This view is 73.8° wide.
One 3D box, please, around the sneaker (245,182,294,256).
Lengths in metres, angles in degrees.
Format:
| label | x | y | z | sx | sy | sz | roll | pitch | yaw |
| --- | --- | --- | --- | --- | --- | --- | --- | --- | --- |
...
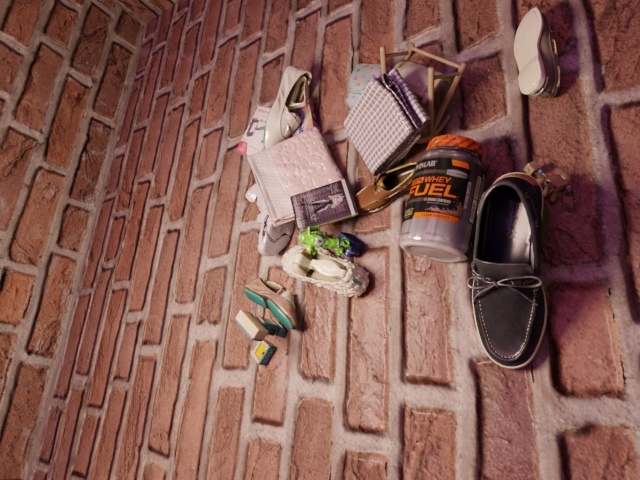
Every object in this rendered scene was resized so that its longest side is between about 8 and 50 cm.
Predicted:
| label | x | y | z | sx | sy | sz | roll | pitch | yaw |
| --- | --- | --- | --- | --- | --- | --- | --- | --- | --- |
| sneaker | -0.209 | -0.112 | 1.735 | 0.210 | 0.137 | 0.366 | 5 | 70 | 39 |

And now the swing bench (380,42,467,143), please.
| label | x | y | z | sx | sy | sz | roll | pitch | yaw |
| --- | --- | --- | --- | --- | --- | --- | --- | --- | --- |
| swing bench | 0.315 | -0.500 | 1.447 | 0.253 | 0.165 | 0.255 | 45 | 142 | 38 |

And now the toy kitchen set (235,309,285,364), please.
| label | x | y | z | sx | sy | sz | roll | pitch | yaw |
| --- | --- | --- | --- | --- | --- | --- | --- | --- | --- |
| toy kitchen set | -0.221 | 0.362 | 1.501 | 0.122 | 0.207 | 0.166 | 35 | 95 | 41 |

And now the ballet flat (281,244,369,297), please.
| label | x | y | z | sx | sy | sz | roll | pitch | yaw |
| --- | --- | --- | --- | --- | --- | --- | --- | --- | --- |
| ballet flat | -0.011 | 0.085 | 1.504 | 0.408 | 0.147 | 0.147 | 14 | 81 | 41 |

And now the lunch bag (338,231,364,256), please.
| label | x | y | z | sx | sy | sz | roll | pitch | yaw |
| --- | --- | --- | --- | --- | --- | --- | --- | --- | --- |
| lunch bag | 0.100 | 0.020 | 1.484 | 0.098 | 0.067 | 0.065 | 40 | 113 | 44 |

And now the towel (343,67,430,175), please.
| label | x | y | z | sx | sy | sz | roll | pitch | yaw |
| --- | --- | --- | --- | --- | --- | --- | --- | --- | --- |
| towel | 0.205 | -0.381 | 1.413 | 0.235 | 0.121 | 0.284 | 62 | 150 | 13 |

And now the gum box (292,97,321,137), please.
| label | x | y | z | sx | sy | sz | roll | pitch | yaw |
| --- | --- | --- | --- | --- | --- | --- | --- | --- | --- |
| gum box | -0.068 | -0.519 | 1.831 | 0.107 | 0.062 | 0.189 | -25 | 59 | 28 |

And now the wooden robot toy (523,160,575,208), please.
| label | x | y | z | sx | sy | sz | roll | pitch | yaw |
| --- | --- | --- | --- | --- | --- | --- | --- | --- | --- |
| wooden robot toy | 0.643 | -0.156 | 1.162 | 0.079 | 0.076 | 0.173 | -25 | 51 | -15 |

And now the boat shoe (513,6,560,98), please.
| label | x | y | z | sx | sy | sz | roll | pitch | yaw |
| --- | --- | --- | --- | --- | --- | --- | --- | --- | --- |
| boat shoe | 0.656 | -0.560 | 1.280 | 0.109 | 0.091 | 0.305 | 136 | 143 | -65 |

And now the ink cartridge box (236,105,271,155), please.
| label | x | y | z | sx | sy | sz | roll | pitch | yaw |
| --- | --- | --- | --- | --- | --- | --- | --- | --- | --- |
| ink cartridge box | -0.252 | -0.474 | 1.928 | 0.172 | 0.100 | 0.237 | 25 | 88 | 40 |

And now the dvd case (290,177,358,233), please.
| label | x | y | z | sx | sy | sz | roll | pitch | yaw |
| --- | --- | --- | --- | --- | --- | --- | --- | --- | --- |
| dvd case | 0.010 | -0.125 | 1.519 | 0.221 | 0.018 | 0.165 | -18 | 57 | 6 |

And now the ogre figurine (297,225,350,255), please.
| label | x | y | z | sx | sy | sz | roll | pitch | yaw |
| --- | --- | --- | --- | --- | --- | --- | --- | --- | --- |
| ogre figurine | 0.000 | 0.000 | 1.460 | 0.197 | 0.118 | 0.097 | 43 | 119 | 51 |

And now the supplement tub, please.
| label | x | y | z | sx | sy | sz | roll | pitch | yaw |
| --- | --- | --- | --- | --- | --- | --- | --- | --- | --- |
| supplement tub | 0.363 | -0.120 | 1.251 | 0.207 | 0.207 | 0.338 | 5 | 75 | 38 |

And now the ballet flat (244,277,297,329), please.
| label | x | y | z | sx | sy | sz | roll | pitch | yaw |
| --- | --- | --- | --- | --- | --- | --- | --- | --- | --- |
| ballet flat | -0.165 | 0.218 | 1.591 | 0.106 | 0.108 | 0.316 | -38 | 44 | -26 |

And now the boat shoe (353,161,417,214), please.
| label | x | y | z | sx | sy | sz | roll | pitch | yaw |
| --- | --- | --- | --- | --- | --- | --- | --- | --- | --- |
| boat shoe | 0.222 | -0.188 | 1.451 | 0.307 | 0.104 | 0.111 | -27 | 61 | 28 |

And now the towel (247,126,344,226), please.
| label | x | y | z | sx | sy | sz | roll | pitch | yaw |
| --- | --- | --- | --- | --- | --- | --- | --- | --- | --- |
| towel | -0.090 | -0.252 | 1.638 | 0.316 | 0.053 | 0.332 | -23 | 69 | -3 |

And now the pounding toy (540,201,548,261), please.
| label | x | y | z | sx | sy | sz | roll | pitch | yaw |
| --- | --- | --- | --- | --- | --- | --- | --- | --- | --- |
| pounding toy | 0.515 | -0.051 | 1.171 | 0.182 | 0.110 | 0.237 | -1 | 72 | 37 |

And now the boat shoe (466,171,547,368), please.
| label | x | y | z | sx | sy | sz | roll | pitch | yaw |
| --- | --- | --- | --- | --- | --- | --- | --- | --- | --- |
| boat shoe | 0.464 | 0.079 | 1.070 | 0.186 | 0.156 | 0.501 | 5 | 96 | 38 |

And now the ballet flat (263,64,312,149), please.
| label | x | y | z | sx | sy | sz | roll | pitch | yaw |
| --- | --- | --- | --- | --- | --- | --- | --- | --- | --- |
| ballet flat | -0.129 | -0.551 | 1.777 | 0.139 | 0.139 | 0.401 | 6 | 76 | 39 |

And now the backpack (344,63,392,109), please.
| label | x | y | z | sx | sy | sz | roll | pitch | yaw |
| --- | --- | --- | --- | --- | --- | --- | --- | --- | --- |
| backpack | 0.182 | -0.565 | 1.610 | 0.165 | 0.144 | 0.189 | 21 | 89 | 35 |
